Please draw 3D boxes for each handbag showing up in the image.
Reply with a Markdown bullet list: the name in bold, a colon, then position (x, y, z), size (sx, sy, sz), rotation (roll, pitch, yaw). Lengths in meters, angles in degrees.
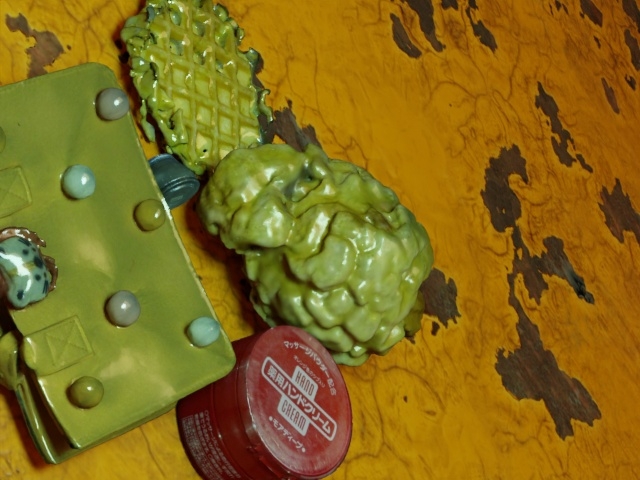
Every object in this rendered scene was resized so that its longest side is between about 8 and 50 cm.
- **handbag**: position (-0.268, 0.019, 1.728), size (0.283, 0.133, 0.401), rotation (-22, 90, -49)

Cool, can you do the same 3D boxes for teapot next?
- **teapot**: position (-0.195, -0.070, 1.917), size (0.088, 0.066, 0.057), rotation (-19, 67, -32)

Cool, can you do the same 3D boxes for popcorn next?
- **popcorn**: position (0.000, 0.000, 1.988), size (0.332, 0.225, 0.265), rotation (36, 27, -15)

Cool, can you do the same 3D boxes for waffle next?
- **waffle**: position (-0.150, -0.205, 2.033), size (0.280, 0.060, 0.262), rotation (56, 38, -16)

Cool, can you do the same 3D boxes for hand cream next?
- **hand cream**: position (-0.065, 0.204, 1.881), size (0.193, 0.125, 0.193), rotation (28, 52, -43)
